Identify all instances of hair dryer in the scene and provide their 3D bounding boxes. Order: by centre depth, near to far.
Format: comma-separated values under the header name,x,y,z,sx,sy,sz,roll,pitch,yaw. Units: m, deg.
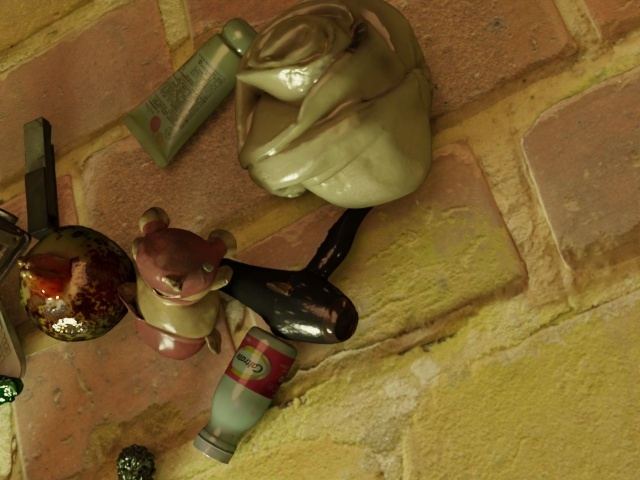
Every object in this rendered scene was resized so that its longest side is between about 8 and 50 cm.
name,x,y,z,sx,sy,sz,roll,pitch,yaw
hair dryer,0.000,0.000,1.684,0.304,0.120,0.359,21,69,43

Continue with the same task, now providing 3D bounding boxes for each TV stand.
name,x,y,z,sx,sy,sz,roll,pitch,yaw
TV stand,-0.556,-0.125,1.985,0.049,0.040,0.256,-20,64,17

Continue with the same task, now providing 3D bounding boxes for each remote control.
name,x,y,z,sx,sy,sz,roll,pitch,yaw
remote control,-0.599,0.176,1.888,0.073,0.044,0.229,-49,54,27

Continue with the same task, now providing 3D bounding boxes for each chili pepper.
name,x,y,z,sx,sy,sz,roll,pitch,yaw
chili pepper,-0.630,0.290,1.834,0.216,0.062,0.108,-15,89,28

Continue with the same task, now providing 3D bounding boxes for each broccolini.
name,x,y,z,sx,sy,sz,roll,pitch,yaw
broccolini,-0.311,0.441,1.666,0.091,0.068,0.202,2,87,38

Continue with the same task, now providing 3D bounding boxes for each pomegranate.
name,x,y,z,sx,sy,sz,roll,pitch,yaw
pomegranate,-0.441,0.068,1.743,0.214,0.248,0.214,-5,73,17

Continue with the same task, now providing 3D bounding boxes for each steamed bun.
name,x,y,z,sx,sy,sz,roll,pitch,yaw
steamed bun,0.012,-0.253,1.645,0.343,0.255,0.367,-5,55,17

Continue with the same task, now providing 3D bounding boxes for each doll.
name,x,y,z,sx,sy,sz,roll,pitch,yaw
doll,-0.241,0.078,1.666,0.152,0.255,0.196,-25,52,-37

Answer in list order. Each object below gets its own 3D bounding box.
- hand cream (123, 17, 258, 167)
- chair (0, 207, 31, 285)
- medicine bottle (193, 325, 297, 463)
name,x,y,z,sx,sy,sz,roll,pitch,yaw
hand cream,-0.232,-0.286,1.876,0.306,0.093,0.147,-43,65,6
chair,-0.634,0.026,1.762,0.241,0.416,0.203,32,87,23
medicine bottle,-0.125,0.252,1.622,0.090,0.090,0.216,27,85,30
